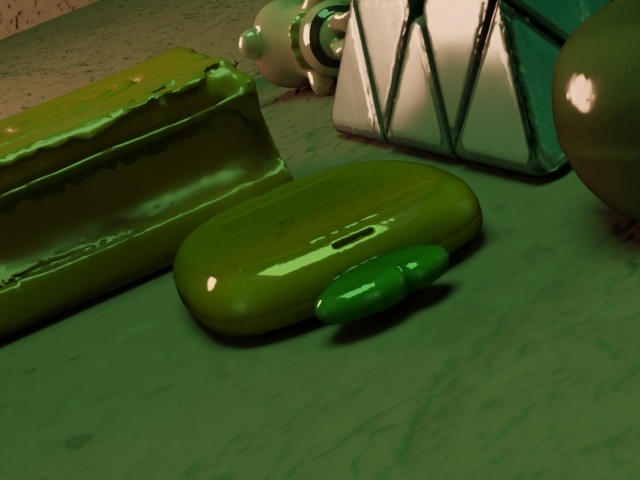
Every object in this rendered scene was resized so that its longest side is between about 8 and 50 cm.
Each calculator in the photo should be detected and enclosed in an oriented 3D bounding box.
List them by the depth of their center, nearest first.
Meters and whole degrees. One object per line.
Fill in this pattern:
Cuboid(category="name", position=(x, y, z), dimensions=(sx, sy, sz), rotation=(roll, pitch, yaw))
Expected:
Cuboid(category="calculator", position=(0.000, 0.000, 0.829), dimensions=(0.146, 0.032, 0.235), rotation=(-24, 14, -12))

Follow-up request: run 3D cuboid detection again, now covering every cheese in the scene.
Cuboid(category="cheese", position=(0.183, -0.072, 0.731), dimensions=(0.175, 0.091, 0.202), rotation=(-22, 15, -10))

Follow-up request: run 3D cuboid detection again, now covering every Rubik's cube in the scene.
Cuboid(category="Rubik's cube", position=(0.119, -0.151, 0.991), dimensions=(0.229, 0.233, 0.228), rotation=(30, -4, 25))

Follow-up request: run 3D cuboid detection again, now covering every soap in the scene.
Cuboid(category="soap", position=(-0.188, -0.014, 1.005), dimensions=(0.324, 0.096, 0.204), rotation=(-24, 15, -13))

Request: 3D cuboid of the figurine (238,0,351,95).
Cuboid(category="figurine", position=(0.015, -0.162, 1.285), dimensions=(0.098, 0.081, 0.146), rotation=(-30, 17, -33))

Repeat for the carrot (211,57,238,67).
Cuboid(category="carrot", position=(-0.141, -0.111, 1.385), dimensions=(0.057, 0.057, 0.224), rotation=(-9, 16, 36))
